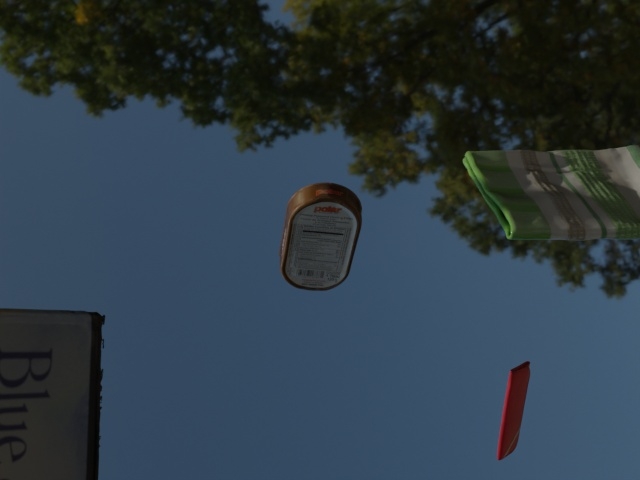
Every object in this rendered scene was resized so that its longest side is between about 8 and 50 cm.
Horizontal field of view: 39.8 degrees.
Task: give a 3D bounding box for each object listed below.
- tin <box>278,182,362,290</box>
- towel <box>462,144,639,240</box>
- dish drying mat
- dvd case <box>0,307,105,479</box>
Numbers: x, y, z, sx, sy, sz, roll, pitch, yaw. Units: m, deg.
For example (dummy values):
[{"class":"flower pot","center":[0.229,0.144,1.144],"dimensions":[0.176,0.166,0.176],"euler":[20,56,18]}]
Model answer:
[{"class":"tin","center":[0.000,0.000,1.246],"dimensions":[0.106,0.189,0.040],"euler":[2,-136,-9]},{"class":"towel","center":[0.196,-0.039,0.671],"dimensions":[0.152,0.023,0.113],"euler":[-2,-145,-13]},{"class":"dish drying mat","center":[0.165,0.145,0.753],"dimensions":[0.032,0.008,0.083],"euler":[-13,-64,-47]},{"class":"dvd case","center":[-0.193,0.111,0.308],"dimensions":[0.253,0.022,0.180],"euler":[6,-100,-44]}]
